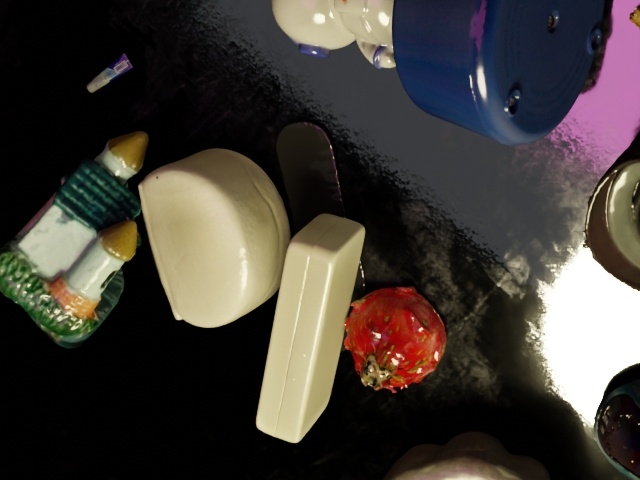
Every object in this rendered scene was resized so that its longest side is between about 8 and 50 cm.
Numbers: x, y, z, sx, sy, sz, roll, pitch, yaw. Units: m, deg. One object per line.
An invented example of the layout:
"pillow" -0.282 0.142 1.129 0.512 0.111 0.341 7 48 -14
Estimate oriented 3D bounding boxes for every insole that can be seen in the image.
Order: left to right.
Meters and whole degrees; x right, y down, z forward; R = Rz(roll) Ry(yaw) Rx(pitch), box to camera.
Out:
"insole" 0.000 0.000 1.425 0.119 0.009 0.348 -2 108 25

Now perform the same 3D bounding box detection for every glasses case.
"glasses case" -0.015 0.123 1.396 0.070 0.131 0.313 19 117 16

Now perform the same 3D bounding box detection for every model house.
"model house" -0.322 -0.029 1.458 0.184 0.253 0.291 37 106 -6

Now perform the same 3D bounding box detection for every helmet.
"helmet" 0.442 -0.072 1.075 0.305 0.177 0.225 -13 127 36

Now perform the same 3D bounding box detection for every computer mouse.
"computer mouse" 0.456 0.263 1.248 0.233 0.096 0.137 20 116 20

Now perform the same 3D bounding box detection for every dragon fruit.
"dragon fruit" 0.093 0.145 1.373 0.153 0.111 0.153 7 112 17

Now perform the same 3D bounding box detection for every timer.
"timer" 0.103 -0.276 1.157 0.383 0.270 0.270 18 117 36

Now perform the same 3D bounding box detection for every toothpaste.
"toothpaste" -0.314 -0.246 1.483 0.083 0.015 0.024 -31 93 26

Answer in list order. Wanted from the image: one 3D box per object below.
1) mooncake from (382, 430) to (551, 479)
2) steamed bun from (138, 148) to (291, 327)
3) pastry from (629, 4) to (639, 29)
"mooncake" 0.204 0.421 1.371 0.306 0.154 0.306 3 99 17
"steamed bun" -0.137 -0.005 1.407 0.164 0.146 0.242 -6 105 31
"pastry" 0.417 -0.225 1.107 0.140 0.056 0.080 45 129 -3
